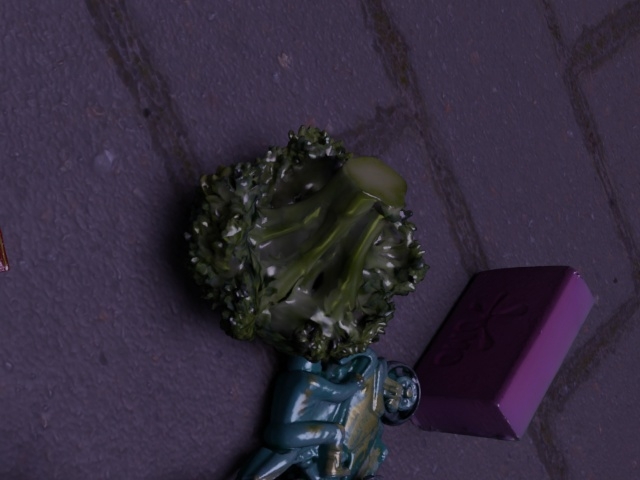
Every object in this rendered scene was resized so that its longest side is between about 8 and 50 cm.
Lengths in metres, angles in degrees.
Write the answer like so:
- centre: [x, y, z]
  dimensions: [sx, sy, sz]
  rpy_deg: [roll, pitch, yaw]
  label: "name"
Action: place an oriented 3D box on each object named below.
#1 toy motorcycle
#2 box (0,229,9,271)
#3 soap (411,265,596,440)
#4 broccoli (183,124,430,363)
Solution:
- centre: [0.011, 0.225, 1.018]
  dimensions: [0.198, 0.109, 0.296]
  rpy_deg: [53, 55, -19]
  label: "toy motorcycle"
- centre: [-0.344, 0.013, 0.801]
  dimensions: [0.082, 0.023, 0.051]
  rpy_deg: [-14, 93, -40]
  label: "box"
- centre: [0.244, 0.150, 1.169]
  dimensions: [0.259, 0.181, 0.081]
  rpy_deg: [-49, 115, -30]
  label: "soap"
- centre: [-0.015, -0.001, 0.951]
  dimensions: [0.288, 0.235, 0.259]
  rpy_deg: [-30, 139, -46]
  label: "broccoli"
